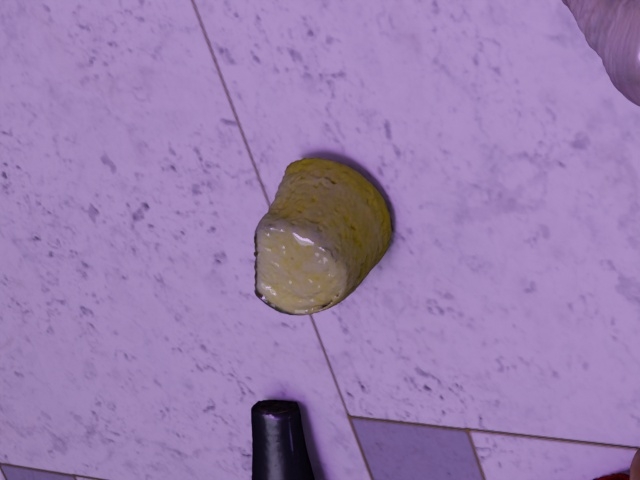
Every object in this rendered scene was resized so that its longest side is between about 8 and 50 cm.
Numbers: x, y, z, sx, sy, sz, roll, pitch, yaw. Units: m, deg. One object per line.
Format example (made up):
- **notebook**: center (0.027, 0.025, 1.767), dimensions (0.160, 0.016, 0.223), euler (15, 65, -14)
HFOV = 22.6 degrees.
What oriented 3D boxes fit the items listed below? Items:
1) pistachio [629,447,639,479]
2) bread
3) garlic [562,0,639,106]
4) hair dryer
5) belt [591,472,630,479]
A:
- **pistachio**: center (0.379, 0.267, 1.321), dimensions (0.293, 0.181, 0.162), euler (44, 131, 15)
- **bread**: center (0.000, 0.000, 1.473), dimensions (0.111, 0.114, 0.129), euler (15, 134, 21)
- **garlic**: center (0.285, -0.166, 1.088), dimensions (0.218, 0.219, 0.212), euler (-3, 158, 41)
- **hair dryer**: center (0.075, 0.325, 1.708), dimensions (0.359, 0.120, 0.304), euler (8, 112, 22)
- **belt**: center (0.258, 0.305, 1.488), dimensions (0.124, 0.128, 0.201), euler (48, 142, -4)
